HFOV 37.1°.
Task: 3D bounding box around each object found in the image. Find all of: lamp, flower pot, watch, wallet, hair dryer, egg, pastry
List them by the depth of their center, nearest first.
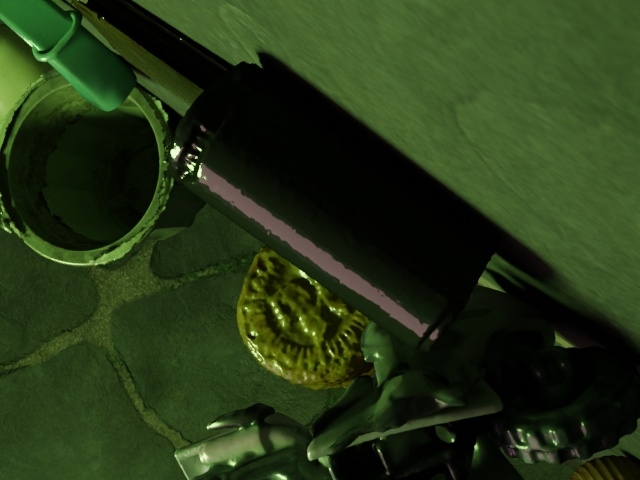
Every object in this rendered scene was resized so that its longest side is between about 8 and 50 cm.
[{"bbox_3d":[0.018,-0.023,0.664,0.197,0.089,0.251,35,-175,5],"label":"hair dryer"},{"bbox_3d":[-0.105,-0.130,0.741,0.198,0.031,0.110,36,175,27],"label":"wallet"},{"bbox_3d":[0.001,0.075,1.087,0.189,0.188,0.103,37,173,17],"label":"pastry"},{"bbox_3d":[-0.308,-0.238,1.112,0.195,0.068,0.237,43,177,-37],"label":"watch"},{"bbox_3d":[0.367,0.333,1.180,0.136,0.136,0.136,38,176,3],"label":"lamp"},{"bbox_3d":[-0.293,-0.101,1.410,0.290,0.290,0.259,37,-171,16],"label":"flower pot"},{"bbox_3d":[-0.588,-0.312,1.838,0.189,0.188,0.253,36,170,26],"label":"egg"}]

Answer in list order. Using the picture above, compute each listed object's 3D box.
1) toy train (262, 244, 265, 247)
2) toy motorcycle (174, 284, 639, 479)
[{"bbox_3d":[0.039,0.090,1.479,0.298,0.120,0.194,38,169,-5],"label":"toy train"},{"bbox_3d":[0.048,0.127,0.657,0.188,0.327,0.143,-97,-15,-66],"label":"toy motorcycle"}]
